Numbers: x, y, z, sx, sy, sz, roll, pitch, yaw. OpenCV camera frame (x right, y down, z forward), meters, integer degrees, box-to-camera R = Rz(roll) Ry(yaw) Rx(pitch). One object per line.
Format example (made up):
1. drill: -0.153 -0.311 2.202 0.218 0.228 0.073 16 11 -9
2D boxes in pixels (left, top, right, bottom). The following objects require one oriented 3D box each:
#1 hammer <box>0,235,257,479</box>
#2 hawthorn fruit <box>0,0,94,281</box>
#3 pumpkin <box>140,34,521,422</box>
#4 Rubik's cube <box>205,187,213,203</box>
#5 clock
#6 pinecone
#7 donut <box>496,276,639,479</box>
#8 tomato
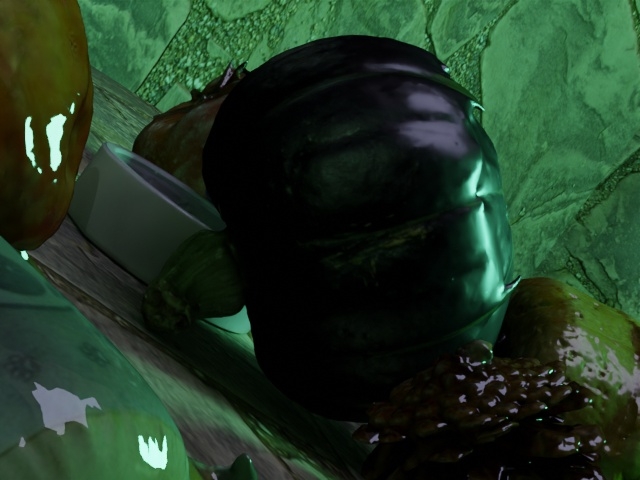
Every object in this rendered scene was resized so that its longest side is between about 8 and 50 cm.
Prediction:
1. hammer: -0.094 0.078 0.525 0.202 0.113 0.305 42 -2 30
2. hawthorn fruit: -0.195 -0.071 0.675 0.262 0.210 0.210 48 6 6
3. pumpkin: 0.000 0.000 1.085 0.296 0.296 0.296 35 4 -3
4. Rubik's cube: -0.051 -0.057 1.336 0.111 0.111 0.093 34 30 -22
5. clock: -0.124 -0.003 1.264 0.197 0.068 0.197 36 4 -3
6. pinecone: 0.105 0.146 0.915 0.174 0.173 0.173 35 4 -3
7. donut: 0.164 0.131 1.147 0.128 0.208 0.261 34 0 -13
8. tomato: -0.122 -0.086 1.562 0.214 0.155 0.180 -145 -145 -75
